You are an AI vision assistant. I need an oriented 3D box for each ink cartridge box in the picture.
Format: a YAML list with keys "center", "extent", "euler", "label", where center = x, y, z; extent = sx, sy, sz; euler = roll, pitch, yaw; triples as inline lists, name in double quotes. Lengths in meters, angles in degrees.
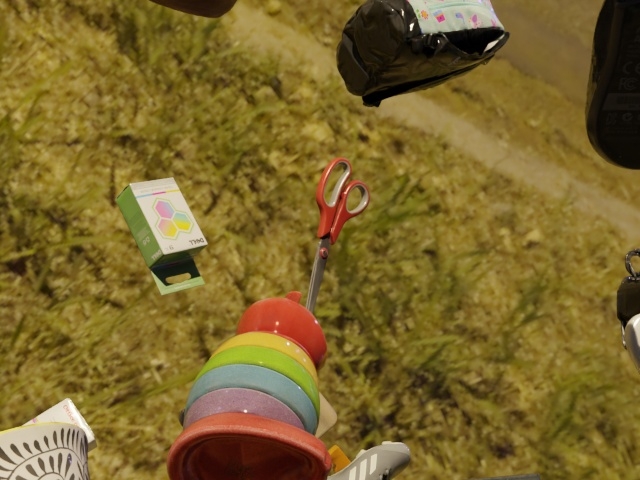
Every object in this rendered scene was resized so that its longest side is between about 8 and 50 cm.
- center: [-0.441, 0.331, 1.630]
  extent: [0.122, 0.052, 0.088]
  euler: [-32, 69, -19]
  label: "ink cartridge box"
- center: [-0.286, -0.011, 1.859]
  extent: [0.109, 0.062, 0.209]
  euler: [-14, 71, -48]
  label: "ink cartridge box"

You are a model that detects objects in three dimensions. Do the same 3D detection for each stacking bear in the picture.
- center: [-0.065, 0.177, 1.167]
  extent: [0.164, 0.175, 0.289]
  euler: [24, 34, -5]
  label: "stacking bear"

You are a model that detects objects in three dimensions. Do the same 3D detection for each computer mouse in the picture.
- center: [0.322, -0.189, 0.919]
  extent: [0.188, 0.272, 0.072]
  euler: [4, 41, -2]
  label: "computer mouse"

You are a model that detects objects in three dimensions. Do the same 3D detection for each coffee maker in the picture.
- center: [0.540, 0.088, 1.511]
  extent: [0.120, 0.178, 0.171]
  euler: [-21, 87, -24]
  label: "coffee maker"

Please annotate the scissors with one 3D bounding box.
- center: [0.000, 0.000, 1.657]
  extent: [0.109, 0.021, 0.297]
  euler: [41, 64, -33]
  label: "scissors"

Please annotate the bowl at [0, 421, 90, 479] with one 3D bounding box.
- center: [-0.207, 0.195, 0.625]
  extent: [0.170, 0.170, 0.080]
  euler: [-6, 53, -51]
  label: "bowl"

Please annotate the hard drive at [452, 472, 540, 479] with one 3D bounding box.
- center: [0.159, 0.282, 0.893]
  extent: [0.094, 0.022, 0.135]
  euler: [-2, 79, -11]
  label: "hard drive"

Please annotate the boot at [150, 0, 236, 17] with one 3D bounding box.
- center: [-0.239, -0.364, 1.257]
  extent: [0.305, 0.115, 0.112]
  euler: [13, 32, -19]
  label: "boot"

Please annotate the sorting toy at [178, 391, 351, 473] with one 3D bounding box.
- center: [-0.084, 0.356, 1.812]
  extent: [0.229, 0.041, 0.307]
  euler: [-41, 105, -12]
  label: "sorting toy"

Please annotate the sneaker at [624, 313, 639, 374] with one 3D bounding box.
- center: [0.445, 0.201, 1.189]
  extent: [0.296, 0.147, 0.104]
  euler: [41, 71, -7]
  label: "sneaker"

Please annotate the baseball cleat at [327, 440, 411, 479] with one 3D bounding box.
- center: [0.049, 0.328, 1.257]
  extent: [0.206, 0.072, 0.109]
  euler: [-19, 42, -29]
  label: "baseball cleat"

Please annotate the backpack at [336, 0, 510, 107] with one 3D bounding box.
- center: [0.120, -0.232, 1.106]
  extent: [0.182, 0.152, 0.115]
  euler: [-17, 83, -32]
  label: "backpack"
